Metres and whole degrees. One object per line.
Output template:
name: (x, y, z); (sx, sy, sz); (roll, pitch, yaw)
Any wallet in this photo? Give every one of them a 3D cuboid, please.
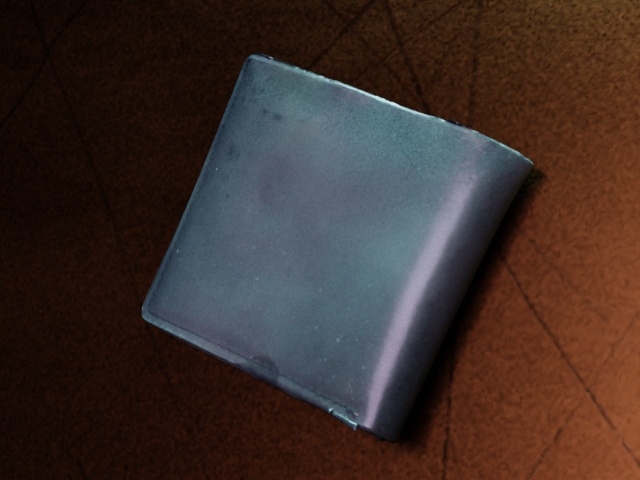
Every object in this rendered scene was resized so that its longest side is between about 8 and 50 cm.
wallet: (0.000, 0.000, 1.486); (0.290, 0.054, 0.251); (22, 85, 35)
